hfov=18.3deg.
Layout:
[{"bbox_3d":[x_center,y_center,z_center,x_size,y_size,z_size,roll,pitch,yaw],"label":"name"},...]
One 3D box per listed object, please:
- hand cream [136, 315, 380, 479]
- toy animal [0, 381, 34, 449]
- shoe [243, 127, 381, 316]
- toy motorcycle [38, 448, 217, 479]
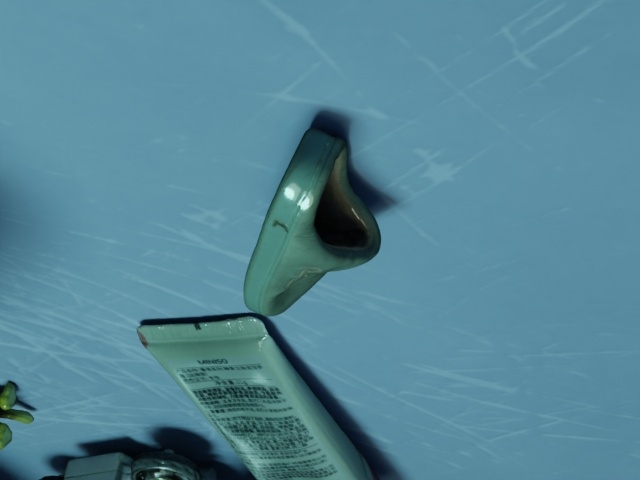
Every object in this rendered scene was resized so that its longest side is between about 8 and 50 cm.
[{"bbox_3d":[-0.028,0.168,1.704,0.124,0.078,0.341,-4,139,30],"label":"hand cream"},{"bbox_3d":[-0.354,0.133,1.776,0.136,0.073,0.181,8,164,26],"label":"toy animal"},{"bbox_3d":[0.000,0.000,1.358,0.078,0.079,0.195,25,147,9],"label":"shoe"},{"bbox_3d":[-0.163,0.247,1.878,0.152,0.073,0.225,31,146,-33],"label":"toy motorcycle"}]
